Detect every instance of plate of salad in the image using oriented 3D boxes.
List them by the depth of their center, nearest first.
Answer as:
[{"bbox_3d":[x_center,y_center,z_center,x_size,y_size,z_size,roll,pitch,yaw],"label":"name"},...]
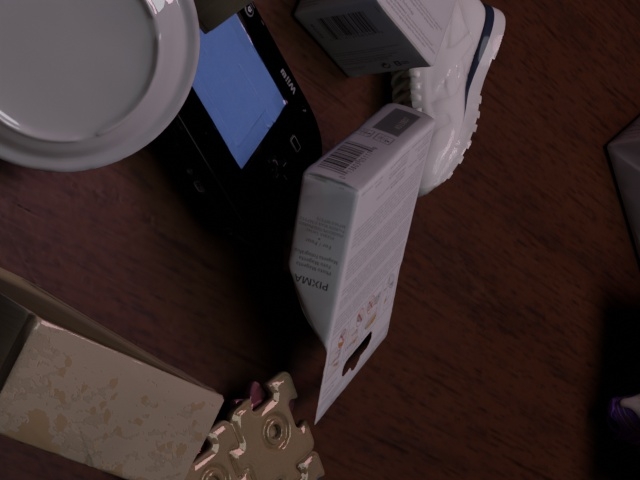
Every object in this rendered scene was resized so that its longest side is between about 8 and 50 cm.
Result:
[{"bbox_3d":[-0.187,-0.145,1.102,0.200,0.200,0.048,62,3,-25],"label":"plate of salad"}]

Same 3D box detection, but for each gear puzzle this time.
[{"bbox_3d":[-0.117,0.257,1.227,0.339,0.044,0.175,-36,115,-41],"label":"gear puzzle"}]

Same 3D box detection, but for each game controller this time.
[{"bbox_3d":[-0.097,-0.154,1.261,0.166,0.067,0.319,-53,125,-37],"label":"game controller"}]

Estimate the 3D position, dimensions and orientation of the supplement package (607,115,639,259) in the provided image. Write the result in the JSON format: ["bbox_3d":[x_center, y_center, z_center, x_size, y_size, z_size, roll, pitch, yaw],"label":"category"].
[{"bbox_3d":[0.510,-0.106,1.868,0.293,0.177,0.175,-37,114,-44],"label":"supplement package"}]

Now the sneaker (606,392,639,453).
[{"bbox_3d":[0.372,0.216,1.776,0.170,0.071,0.068,56,39,-52],"label":"sneaker"}]

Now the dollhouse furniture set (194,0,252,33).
[{"bbox_3d":[-0.092,-0.305,1.134,0.242,0.161,0.212,49,37,-15],"label":"dollhouse furniture set"}]

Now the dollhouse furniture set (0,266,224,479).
[{"bbox_3d":[-0.276,0.208,0.964,0.362,0.256,0.394,30,86,-43],"label":"dollhouse furniture set"}]

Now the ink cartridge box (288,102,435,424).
[{"bbox_3d":[0.026,0.016,1.335,0.189,0.066,0.232,-44,153,-57],"label":"ink cartridge box"}]

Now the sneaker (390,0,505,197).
[{"bbox_3d":[0.103,-0.151,1.490,0.095,0.090,0.235,31,59,-29],"label":"sneaker"}]

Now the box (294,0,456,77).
[{"bbox_3d":[0.052,-0.217,1.409,0.102,0.101,0.087,44,56,-40],"label":"box"}]

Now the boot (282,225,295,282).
[{"bbox_3d":[0.000,0.000,1.350,0.114,0.037,0.106,60,45,-59],"label":"boot"}]
